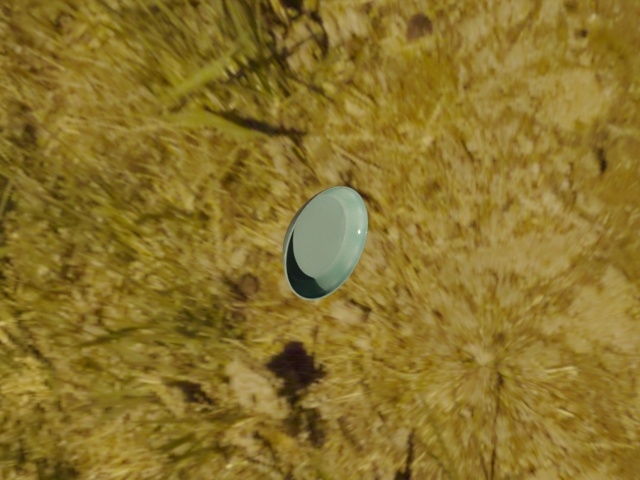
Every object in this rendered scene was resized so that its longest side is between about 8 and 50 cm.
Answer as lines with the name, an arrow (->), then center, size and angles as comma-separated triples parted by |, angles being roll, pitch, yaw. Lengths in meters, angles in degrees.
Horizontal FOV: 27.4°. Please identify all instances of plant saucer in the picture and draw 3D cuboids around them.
plant saucer -> 0.000, 0.000, 1.300 | 0.021, 0.119, 0.119 | 24, 88, 37
